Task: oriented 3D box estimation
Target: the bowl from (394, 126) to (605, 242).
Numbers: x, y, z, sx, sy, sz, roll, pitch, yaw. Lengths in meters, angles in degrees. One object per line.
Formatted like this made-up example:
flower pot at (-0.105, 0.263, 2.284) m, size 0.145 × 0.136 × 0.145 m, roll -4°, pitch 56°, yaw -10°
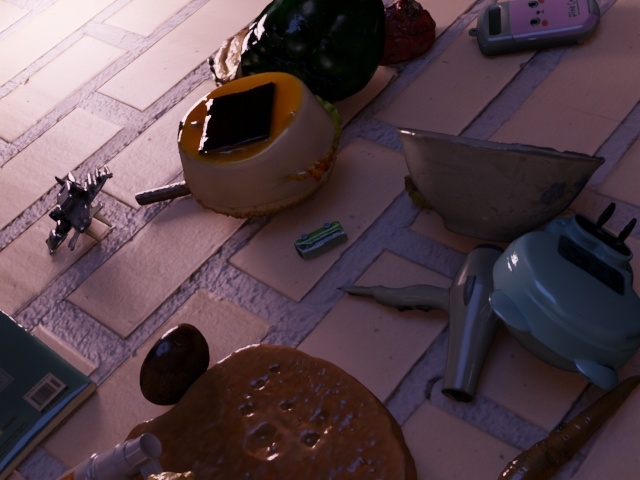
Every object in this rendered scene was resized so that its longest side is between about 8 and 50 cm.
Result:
bowl at (0.255, -0.078, 1.343) m, size 0.314 × 0.146 × 0.313 m, roll 7°, pitch 8°, yaw -1°

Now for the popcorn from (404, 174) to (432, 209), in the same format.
popcorn at (0.178, -0.090, 1.469) m, size 0.083 × 0.059 × 0.068 m, roll 7°, pitch 50°, yaw 14°

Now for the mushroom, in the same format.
mushroom at (-0.217, 0.180, 1.311) m, size 0.087 × 0.127 × 0.127 m, roll 18°, pitch 55°, yaw 23°

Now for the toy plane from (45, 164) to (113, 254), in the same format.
toy plane at (-0.462, -0.080, 1.669) m, size 0.192 × 0.088 × 0.262 m, roll -51°, pitch 42°, yaw 8°

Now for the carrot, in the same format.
carrot at (0.313, 0.243, 1.115) m, size 0.254 × 0.049 × 0.049 m, roll -34°, pitch 46°, yaw -18°

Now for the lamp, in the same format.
lamp at (0.334, 0.066, 1.188) m, size 0.209 × 0.147 × 0.284 m, roll 36°, pitch 51°, yaw 2°

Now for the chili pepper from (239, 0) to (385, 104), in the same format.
chili pepper at (-0.009, -0.380, 1.667) m, size 0.249 × 0.233 × 0.256 m, roll -11°, pitch 46°, yaw 42°

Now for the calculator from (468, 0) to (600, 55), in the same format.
calculator at (0.406, -0.415, 1.710) m, size 0.246 × 0.045 × 0.141 m, roll -5°, pitch 46°, yaw 16°

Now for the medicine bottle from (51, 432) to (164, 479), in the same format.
medicine bottle at (-0.285, 0.325, 1.173) m, size 0.221 × 0.061 × 0.092 m, roll -35°, pitch 73°, yaw 30°

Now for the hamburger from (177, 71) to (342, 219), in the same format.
hamburger at (-0.104, -0.158, 1.552) m, size 0.294 × 0.179 × 0.276 m, roll -14°, pitch 42°, yaw 11°

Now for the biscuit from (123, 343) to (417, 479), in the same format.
biscuit at (-0.072, 0.312, 1.169) m, size 0.365 × 0.062 × 0.385 m, roll -36°, pitch 46°, yaw -12°

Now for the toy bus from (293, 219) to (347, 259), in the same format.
toy bus at (0.000, 0.000, 1.467) m, size 0.083 × 0.031 × 0.037 m, roll -27°, pitch 54°, yaw -7°

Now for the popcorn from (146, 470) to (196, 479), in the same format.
popcorn at (-0.170, 0.343, 1.046) m, size 0.167 × 0.148 × 0.152 m, roll 39°, pitch 36°, yaw 24°

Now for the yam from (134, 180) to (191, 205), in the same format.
yam at (-0.269, -0.092, 1.648) m, size 0.146 × 0.032 × 0.032 m, roll -13°, pitch 45°, yaw 6°

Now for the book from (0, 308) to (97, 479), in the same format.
book at (-0.570, 0.224, 1.413) m, size 0.379 × 0.031 × 0.264 m, roll 31°, pitch 63°, yaw 28°

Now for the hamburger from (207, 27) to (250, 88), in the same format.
hamburger at (-0.177, -0.353, 1.836) m, size 0.102 × 0.087 × 0.176 m, roll -10°, pitch 52°, yaw 28°

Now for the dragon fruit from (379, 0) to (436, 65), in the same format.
dragon fruit at (0.170, -0.411, 1.748) m, size 0.162 × 0.106 × 0.083 m, roll -35°, pitch 47°, yaw -18°

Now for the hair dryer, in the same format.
hair dryer at (0.150, 0.132, 1.275) m, size 0.267 × 0.092 × 0.229 m, roll -18°, pitch 49°, yaw 23°
